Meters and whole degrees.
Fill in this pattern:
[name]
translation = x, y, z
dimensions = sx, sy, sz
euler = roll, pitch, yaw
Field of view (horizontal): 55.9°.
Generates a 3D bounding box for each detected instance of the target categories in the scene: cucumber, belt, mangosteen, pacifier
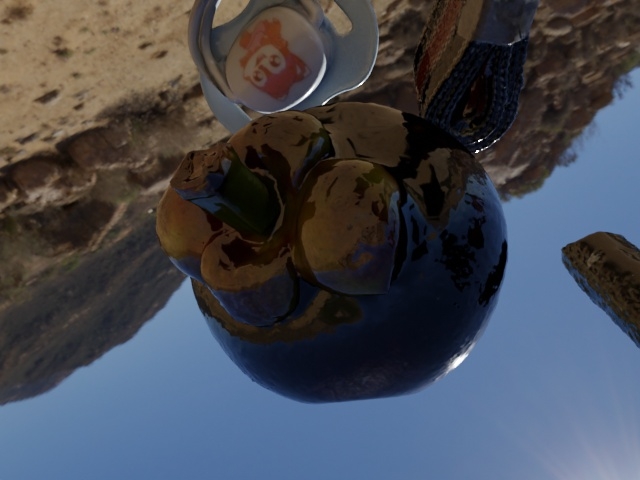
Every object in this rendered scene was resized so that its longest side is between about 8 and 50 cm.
[cucumber]
translation = 0.317, 0.057, 0.595
dimensions = 0.074, 0.074, 0.241
euler = -28, -159, 10
[belt]
translation = 0.134, -0.210, 0.477
dimensions = 0.126, 0.094, 0.359
euler = -14, 150, -4
[mangosteen]
translation = 0.000, 0.000, 0.490
dimensions = 0.275, 0.275, 0.302
euler = -25, 150, 26
[pacifier]
translation = -0.051, -0.299, 0.936
dimensions = 0.299, 0.244, 0.233
euler = -38, -174, 25
